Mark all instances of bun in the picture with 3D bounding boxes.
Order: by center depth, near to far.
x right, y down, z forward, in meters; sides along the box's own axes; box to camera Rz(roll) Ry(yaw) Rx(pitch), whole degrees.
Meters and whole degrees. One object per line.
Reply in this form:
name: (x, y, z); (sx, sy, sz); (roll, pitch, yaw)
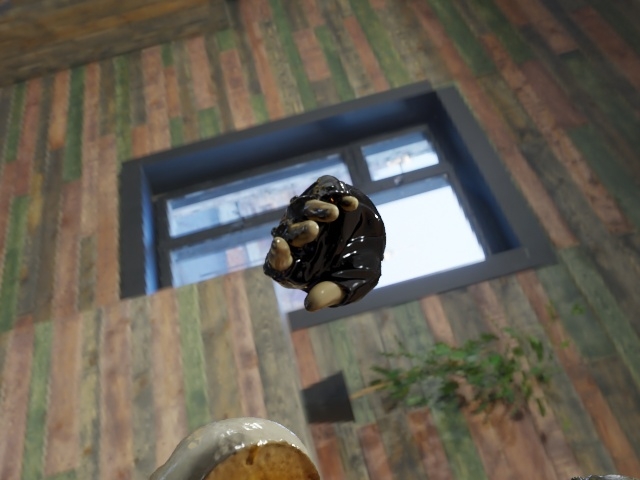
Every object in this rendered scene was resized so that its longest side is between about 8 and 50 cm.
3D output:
bun: (-0.147, 0.385, 1.221); (0.164, 0.299, 0.299); (13, -54, 46)

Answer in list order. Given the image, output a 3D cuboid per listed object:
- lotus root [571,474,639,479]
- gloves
lotus root: (0.316, 0.277, 0.926); (0.054, 0.099, 0.049); (58, 46, -56)
gloves: (0.000, 0.000, 0.960); (0.203, 0.124, 0.165); (7, 68, -53)
